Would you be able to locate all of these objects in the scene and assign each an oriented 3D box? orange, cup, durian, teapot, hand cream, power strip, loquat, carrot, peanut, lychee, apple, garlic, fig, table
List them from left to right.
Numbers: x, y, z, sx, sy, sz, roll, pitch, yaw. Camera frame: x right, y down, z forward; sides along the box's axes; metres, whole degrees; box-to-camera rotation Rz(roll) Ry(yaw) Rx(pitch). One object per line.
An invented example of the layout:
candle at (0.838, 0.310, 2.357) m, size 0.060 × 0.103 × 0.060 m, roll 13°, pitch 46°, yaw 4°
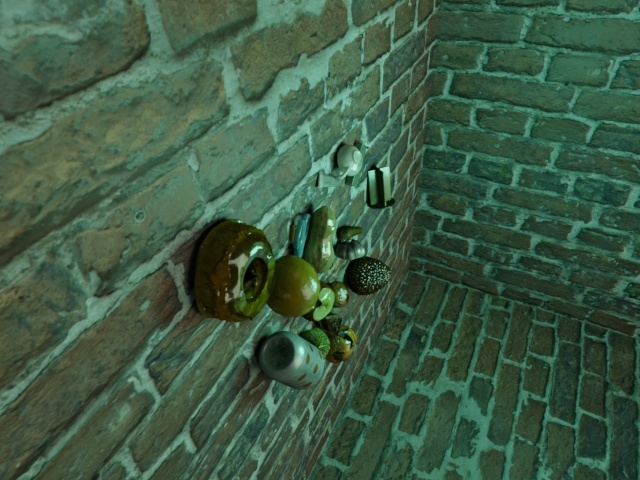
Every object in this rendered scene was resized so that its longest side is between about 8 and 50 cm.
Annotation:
loquat at (-0.119, 0.170, 1.572) m, size 0.244 × 0.244 × 0.243 m, roll -48°, pitch 147°, yaw -47°
cup at (-0.125, 0.511, 1.791) m, size 0.212 × 0.213 × 0.317 m, roll -66°, pitch 156°, yaw -18°
apple at (-0.033, 0.272, 1.908) m, size 0.173 × 0.160 × 0.195 m, roll -18°, pitch 120°, yaw -68°
durian at (-0.025, 0.529, 2.109) m, size 0.146 × 0.159 × 0.198 m, roll -50°, pitch 150°, yaw -46°
peanut at (0.000, 0.000, 1.832) m, size 0.149 × 0.149 × 0.312 m, roll -20°, pitch 124°, yaw -63°
hand cream at (0.042, -0.265, 1.878) m, size 0.210 × 0.043 × 0.067 m, roll -9°, pitch 106°, yaw -61°
fig at (0.058, 0.307, 2.210) m, size 0.134 × 0.146 × 0.201 m, roll -35°, pitch 176°, yaw 41°
orange at (0.100, 0.593, 2.397) m, size 0.234 × 0.182 × 0.234 m, roll -55°, pitch -176°, yaw 6°
garlic at (0.151, 0.045, 2.210) m, size 0.147 × 0.159 × 0.101 m, roll -32°, pitch 118°, yaw -42°
teapot at (0.134, -0.365, 1.927) m, size 0.145 × 0.092 × 0.226 m, roll 48°, pitch 52°, yaw -27°
carrot at (0.174, -0.050, 2.309) m, size 0.342 × 0.070 × 0.070 m, roll -17°, pitch 120°, yaw -70°
power strip at (0.175, -0.378, 2.083) m, size 0.145 × 0.061 × 0.215 m, roll -9°, pitch 113°, yaw -67°
lychee at (0.297, 0.211, 2.523) m, size 0.271 × 0.272 × 0.271 m, roll -48°, pitch 147°, yaw -47°
table at (0.346, -0.317, 2.435) m, size 0.167 × 0.167 × 0.226 m, roll -48°, pitch 138°, yaw -47°

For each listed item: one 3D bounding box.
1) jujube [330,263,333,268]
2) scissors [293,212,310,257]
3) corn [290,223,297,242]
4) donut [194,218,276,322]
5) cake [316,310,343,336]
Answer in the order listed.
jujube at (0.013, 0.109, 2.028) m, size 0.129 × 0.078 × 0.077 m, roll 9°, pitch 96°, yaw -59°
scissors at (-0.102, 0.103, 1.778) m, size 0.192 × 0.029 × 0.446 m, roll -64°, pitch 166°, yaw -63°
corn at (-0.109, -0.030, 1.693) m, size 0.028 × 0.027 × 0.083 m, roll -74°, pitch 173°, yaw -71°
donut at (-0.250, 0.106, 1.282) m, size 0.330 × 0.160 × 0.329 m, roll -37°, pitch 137°, yaw -44°
cake at (0.042, 0.407, 2.255) m, size 0.135 × 0.112 × 0.246 m, roll -65°, pitch 153°, yaw -29°
